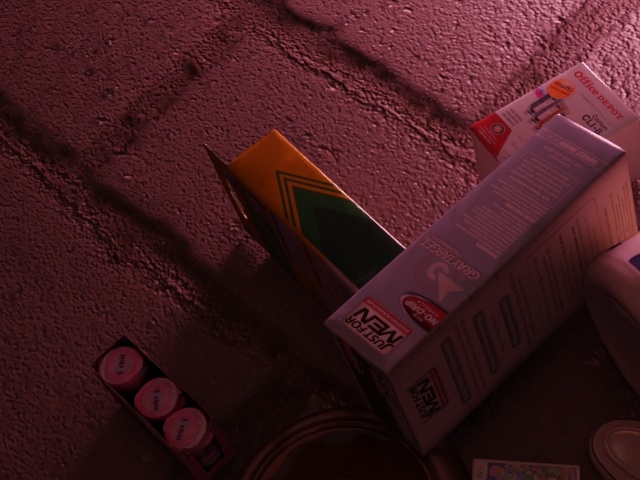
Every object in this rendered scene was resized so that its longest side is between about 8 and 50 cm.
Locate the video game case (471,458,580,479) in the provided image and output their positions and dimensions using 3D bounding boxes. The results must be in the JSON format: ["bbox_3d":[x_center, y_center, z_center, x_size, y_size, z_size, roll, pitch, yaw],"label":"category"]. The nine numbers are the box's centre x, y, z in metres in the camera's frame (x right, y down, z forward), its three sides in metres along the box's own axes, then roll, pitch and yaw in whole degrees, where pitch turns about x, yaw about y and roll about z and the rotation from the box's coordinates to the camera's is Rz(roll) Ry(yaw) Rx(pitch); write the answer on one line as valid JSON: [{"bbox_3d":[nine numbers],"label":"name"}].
[{"bbox_3d":[0.231,0.292,1.430,0.122,0.011,0.087,3,58,7],"label":"video game case"}]

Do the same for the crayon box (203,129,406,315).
[{"bbox_3d":[0.000,0.000,1.584,0.083,0.203,0.323,-39,56,-12],"label":"crayon box"}]

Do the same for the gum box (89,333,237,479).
[{"bbox_3d":[-0.189,0.211,1.556,0.062,0.107,0.188,-43,57,-14],"label":"gum box"}]

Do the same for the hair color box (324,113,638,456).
[{"bbox_3d":[0.196,0.050,1.454,0.374,0.185,0.113,-41,50,-15],"label":"hair color box"}]

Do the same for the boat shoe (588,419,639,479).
[{"bbox_3d":[0.412,0.261,1.364,0.267,0.088,0.096,30,69,30],"label":"boat shoe"}]

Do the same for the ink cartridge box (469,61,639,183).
[{"bbox_3d":[0.304,-0.114,1.622,0.176,0.127,0.128,-31,54,-7],"label":"ink cartridge box"}]

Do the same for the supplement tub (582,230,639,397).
[{"bbox_3d":[0.478,0.046,1.402,0.316,0.228,0.228,-30,54,-5],"label":"supplement tub"}]

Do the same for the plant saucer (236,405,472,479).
[{"bbox_3d":[0.026,0.322,1.459,0.310,0.050,0.311,-8,55,12],"label":"plant saucer"}]
